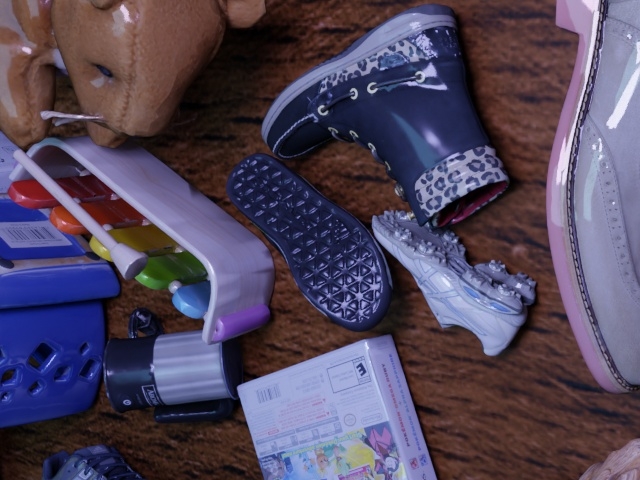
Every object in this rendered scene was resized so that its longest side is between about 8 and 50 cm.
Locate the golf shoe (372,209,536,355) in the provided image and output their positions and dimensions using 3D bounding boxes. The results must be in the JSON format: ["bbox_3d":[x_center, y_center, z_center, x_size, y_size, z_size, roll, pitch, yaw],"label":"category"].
[{"bbox_3d":[0.108,0.039,1.067,0.176,0.069,0.086,37,127,33],"label":"golf shoe"}]

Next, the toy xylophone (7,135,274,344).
[{"bbox_3d":[-0.198,-0.017,1.225,0.322,0.236,0.081,41,113,27],"label":"toy xylophone"}]

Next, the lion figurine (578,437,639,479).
[{"bbox_3d":[0.343,0.221,0.825,0.392,0.142,0.240,18,96,46],"label":"lion figurine"}]

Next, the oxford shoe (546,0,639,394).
[{"bbox_3d":[0.257,-0.073,0.862,0.146,0.140,0.397,5,103,34],"label":"oxford shoe"}]

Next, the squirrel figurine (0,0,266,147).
[{"bbox_3d":[-0.221,-0.277,1.133,0.370,0.281,0.397,23,101,53],"label":"squirrel figurine"}]

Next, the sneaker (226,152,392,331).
[{"bbox_3d":[0.000,0.000,1.145,0.084,0.097,0.235,-41,60,3],"label":"sneaker"}]

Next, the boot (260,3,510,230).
[{"bbox_3d":[0.054,-0.083,1.069,0.236,0.085,0.179,-32,72,37],"label":"boot"}]

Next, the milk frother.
[{"bbox_3d":[-0.155,0.123,1.306,0.134,0.129,0.143,-7,61,9],"label":"milk frother"}]

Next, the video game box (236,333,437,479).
[{"bbox_3d":[0.017,0.210,1.185,0.205,0.048,0.187,-24,77,43],"label":"video game box"}]

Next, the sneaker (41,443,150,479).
[{"bbox_3d":[-0.257,0.309,1.423,0.300,0.111,0.121,-13,85,41],"label":"sneaker"}]

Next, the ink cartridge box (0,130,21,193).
[{"bbox_3d":[-0.532,-0.150,1.540,0.332,0.165,0.065,41,124,30],"label":"ink cartridge box"}]

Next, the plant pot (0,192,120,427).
[{"bbox_3d":[-0.395,0.073,1.423,0.236,0.236,0.212,39,115,31],"label":"plant pot"}]
